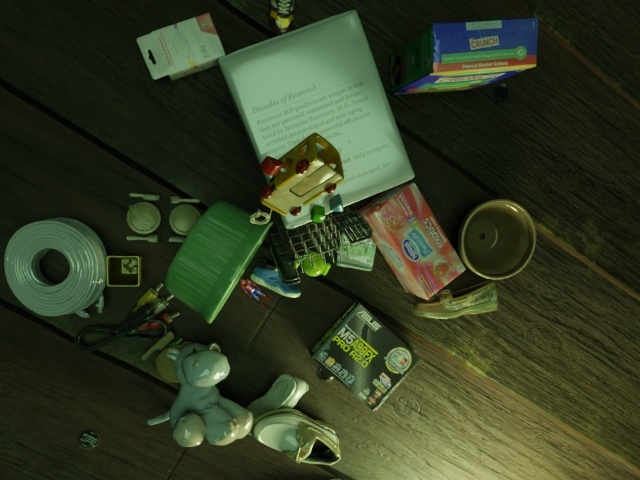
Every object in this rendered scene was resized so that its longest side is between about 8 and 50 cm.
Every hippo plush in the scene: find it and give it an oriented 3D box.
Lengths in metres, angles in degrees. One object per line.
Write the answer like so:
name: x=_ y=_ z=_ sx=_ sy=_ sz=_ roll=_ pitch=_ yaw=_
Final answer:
hippo plush: x=-0.302 y=0.399 z=1.275 sx=0.234 sy=0.294 sz=0.237 roll=9 pitch=79 yaw=-33

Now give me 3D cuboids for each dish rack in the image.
dish rack: x=0.000 y=0.000 z=1.279 sx=0.271 sy=0.208 sz=0.074 roll=-18 pitch=125 yaw=-9

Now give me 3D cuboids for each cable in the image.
cable: x=-0.685 y=0.069 z=1.221 sx=0.256 sy=0.089 sz=0.257 roll=12 pitch=96 yaw=0
cable: x=-0.525 y=0.244 z=1.301 sx=0.287 sy=0.072 sz=0.140 roll=-31 pitch=85 yaw=3

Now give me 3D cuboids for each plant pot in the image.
plant pot: x=0.510 y=-0.009 z=1.417 sx=0.237 sy=0.110 sz=0.238 roll=-1 pitch=97 yaw=-10
plant pot: x=-0.521 y=0.076 z=1.266 sx=0.081 sy=0.083 sz=0.081 roll=1 pitch=96 yaw=-10

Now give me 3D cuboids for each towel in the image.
towel: x=0.113 y=0.010 z=1.396 sx=0.113 sy=0.023 sz=0.152 roll=10 pitch=95 yaw=-11

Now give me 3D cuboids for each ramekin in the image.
ramekin: x=-0.263 y=0.043 z=1.203 sx=0.148 sy=0.303 sz=0.304 roll=31 pitch=91 yaw=-4

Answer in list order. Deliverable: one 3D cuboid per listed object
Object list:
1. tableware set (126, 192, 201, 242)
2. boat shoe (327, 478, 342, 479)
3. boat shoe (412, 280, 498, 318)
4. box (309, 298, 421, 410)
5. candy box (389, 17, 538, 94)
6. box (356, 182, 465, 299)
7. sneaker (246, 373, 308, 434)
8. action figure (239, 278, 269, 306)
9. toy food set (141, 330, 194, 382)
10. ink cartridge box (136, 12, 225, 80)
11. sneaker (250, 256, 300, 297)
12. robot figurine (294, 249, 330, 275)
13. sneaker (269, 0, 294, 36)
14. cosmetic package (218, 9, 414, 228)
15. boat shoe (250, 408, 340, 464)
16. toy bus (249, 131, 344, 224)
tableware set: x=-0.426 y=-0.056 z=1.292 sx=0.194 sy=0.039 sz=0.129 roll=3 pitch=84 yaw=-16
boat shoe: x=-0.062 y=0.848 z=1.419 sx=0.339 sy=0.113 sz=0.127 roll=-19 pitch=100 yaw=-7
boat shoe: x=0.407 y=0.180 z=1.433 sx=0.284 sy=0.104 sz=0.090 roll=-5 pitch=93 yaw=-19
box: x=0.134 y=0.346 z=1.421 sx=0.270 sy=0.060 sz=0.216 roll=43 pitch=89 yaw=-12
candy box: x=0.355 y=-0.469 z=1.230 sx=0.267 sy=0.317 sz=0.122 roll=-6 pitch=98 yaw=-8
box: x=0.255 y=0.000 z=1.347 sx=0.154 sy=0.142 sz=0.300 roll=-35 pitch=103 yaw=-11
sneaker: x=-0.134 y=0.491 z=1.383 sx=0.235 sy=0.090 sz=0.094 roll=-42 pitch=144 yaw=12
action figure: x=-0.190 y=0.143 z=1.337 sx=0.038 sy=0.030 sz=0.115 roll=-41 pitch=123 yaw=2
toy food set: x=-0.402 y=0.346 z=1.347 sx=0.132 sy=0.038 sz=0.192 roll=-40 pitch=112 yaw=2
ink cartridge box: x=-0.361 y=-0.499 z=1.234 sx=0.198 sy=0.067 sz=0.116 roll=-22 pitch=99 yaw=-8
sneaker: x=-0.115 y=0.101 z=1.350 sx=0.152 sy=0.058 sz=0.085 roll=25 pitch=101 yaw=-5
robot figurine: x=-0.023 y=0.064 z=1.332 sx=0.101 sy=0.115 sz=0.067 roll=16 pitch=93 yaw=-12
sneaker: x=-0.101 y=-0.642 z=1.252 sx=0.069 sy=0.084 sz=0.186 roll=-1 pitch=96 yaw=-9
cosmetic package: x=-0.019 y=-0.282 z=1.183 sx=0.327 sy=0.329 sz=0.394 roll=-23 pitch=99 yaw=-4
boat shoe: x=-0.058 y=0.562 z=1.335 sx=0.302 sy=0.103 sz=0.113 roll=25 pitch=103 yaw=-35
toy bus: x=-0.050 y=-0.132 z=0.978 sx=0.202 sy=0.191 sz=0.105 roll=-2 pitch=55 yaw=-7
